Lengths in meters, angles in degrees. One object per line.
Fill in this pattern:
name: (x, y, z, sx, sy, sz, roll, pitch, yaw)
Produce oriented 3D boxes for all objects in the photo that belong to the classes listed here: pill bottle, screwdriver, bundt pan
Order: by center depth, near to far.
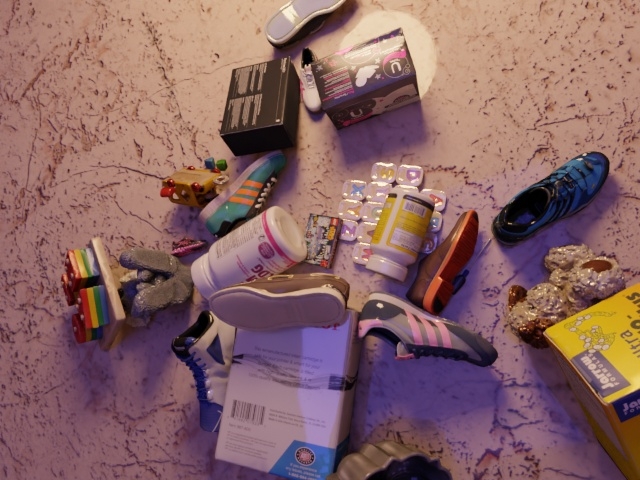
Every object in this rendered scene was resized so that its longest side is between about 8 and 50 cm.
bundt pan: (0.121, 0.571, 0.979, 0.124, 0.331, 0.330, 20, 84, 60)
pill bottle: (0.190, -0.012, 1.126, 0.119, 0.119, 0.208, 20, 86, 20)
screwdriver: (0.367, 0.061, 1.130, 0.024, 0.025, 0.169, 36, 92, 20)
pill bottle: (-0.191, 0.044, 1.225, 0.283, 0.160, 0.160, -30, 72, 18)

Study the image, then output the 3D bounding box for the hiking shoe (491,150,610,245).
hiking shoe: (0.533, -0.098, 1.053, 0.304, 0.132, 0.113, -40, 71, 6)

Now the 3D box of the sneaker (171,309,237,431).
sneaker: (-0.299, 0.316, 1.185, 0.128, 0.182, 0.315, -7, 71, 45)

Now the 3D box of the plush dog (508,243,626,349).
plush dog: (0.511, 0.145, 0.980, 0.226, 0.262, 0.210, -25, 95, 16)

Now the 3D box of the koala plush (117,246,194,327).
koala plush: (-0.497, 0.146, 1.319, 0.221, 0.203, 0.196, -31, 71, 31)

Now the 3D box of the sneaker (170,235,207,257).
sneaker: (-0.389, 0.009, 1.365, 0.120, 0.047, 0.057, -14, 64, 13)

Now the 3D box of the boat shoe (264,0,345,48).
boat shoe: (-0.031, -0.680, 1.365, 0.303, 0.091, 0.114, -29, 92, 8)

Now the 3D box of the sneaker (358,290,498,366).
sneaker: (0.236, 0.238, 1.064, 0.319, 0.112, 0.131, 22, 60, 15)

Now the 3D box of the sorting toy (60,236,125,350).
sorting toy: (-0.659, 0.165, 1.315, 0.257, 0.090, 0.255, -44, 65, 45)

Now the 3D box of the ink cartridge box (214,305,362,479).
ink cartridge box: (-0.062, 0.343, 1.129, 0.286, 0.166, 0.394, 6, 81, 18)

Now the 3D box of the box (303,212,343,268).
box: (0.000, 0.000, 1.246, 0.094, 0.027, 0.136, 11, 82, 27)

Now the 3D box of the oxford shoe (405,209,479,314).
oxford shoe: (0.293, 0.039, 1.119, 0.098, 0.097, 0.271, 23, 80, 45)

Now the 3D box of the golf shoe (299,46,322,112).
golf shoe: (-0.032, -0.459, 1.325, 0.068, 0.086, 0.185, -11, 78, 13)

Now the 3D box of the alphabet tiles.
alphabet tiles: (0.177, -0.066, 1.216, 0.278, 0.021, 0.283, 11, 82, 18)

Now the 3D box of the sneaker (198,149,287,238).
sneaker: (-0.193, -0.120, 1.305, 0.302, 0.108, 0.121, -42, 86, 2)

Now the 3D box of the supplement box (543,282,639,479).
supplement box: (0.592, 0.292, 0.828, 0.195, 0.194, 0.356, -31, 113, 10)

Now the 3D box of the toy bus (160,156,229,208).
toy bus: (-0.350, -0.145, 1.334, 0.191, 0.104, 0.202, -15, 34, -6)

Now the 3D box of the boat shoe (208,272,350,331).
boat shoe: (-0.093, 0.131, 1.046, 0.325, 0.096, 0.116, -5, 116, 20)

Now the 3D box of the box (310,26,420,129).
box: (0.124, -0.417, 1.227, 0.248, 0.163, 0.141, -16, 78, 14)

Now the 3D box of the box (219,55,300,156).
box: (-0.163, -0.378, 1.303, 0.185, 0.103, 0.261, -7, 59, 18)
